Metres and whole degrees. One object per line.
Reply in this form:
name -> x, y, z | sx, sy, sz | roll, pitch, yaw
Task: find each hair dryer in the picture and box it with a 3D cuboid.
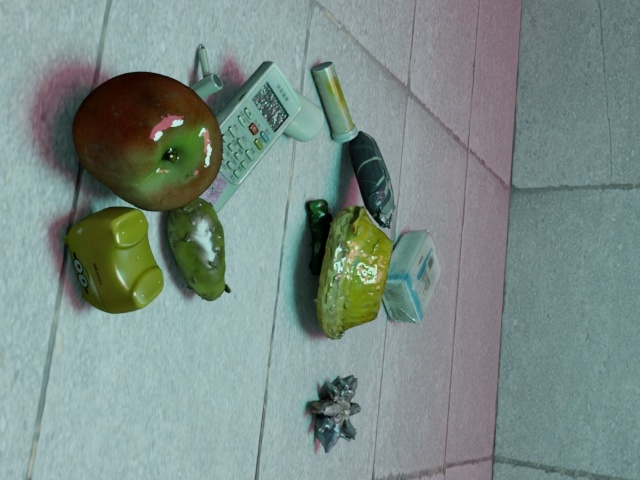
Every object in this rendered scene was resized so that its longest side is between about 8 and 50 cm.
hair dryer -> -0.249, -0.364, 1.503 | 0.038, 0.063, 0.124 | 17, 56, -57

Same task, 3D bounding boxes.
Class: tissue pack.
tissue pack -> 0.301, 0.119, 2.365 | 0.271, 0.124, 0.201 | -55, 136, -42
tissue pack -> -0.362, 0.034, 1.238 | 0.123, 0.127, 0.178 | -47, 131, -58

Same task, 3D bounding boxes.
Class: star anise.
star anise -> 0.041, 0.472, 1.957 | 0.236, 0.093, 0.229 | 40, 56, -55

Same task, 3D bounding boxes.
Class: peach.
peach -> -0.299, -0.177, 1.239 | 0.252, 0.252, 0.253 | -1, 92, -60

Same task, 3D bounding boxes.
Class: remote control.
remote control -> -0.174, -0.222, 1.529 | 0.344, 0.050, 0.145 | -55, 134, -20

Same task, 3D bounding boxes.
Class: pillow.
pillow -> 0.147, -0.188, 2.030 | 0.161, 0.092, 0.335 | 69, 6, -55

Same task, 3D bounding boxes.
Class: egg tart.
egg tart -> 0.100, 0.090, 1.913 | 0.388, 0.168, 0.388 | 10, 90, -79

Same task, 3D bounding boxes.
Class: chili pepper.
chili pepper -> 0.002, 0.000, 1.917 | 0.098, 0.061, 0.225 | -11, 98, -66

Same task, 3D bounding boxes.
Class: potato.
potato -> -0.247, 0.018, 1.451 | 0.117, 0.090, 0.226 | -21, 104, -29

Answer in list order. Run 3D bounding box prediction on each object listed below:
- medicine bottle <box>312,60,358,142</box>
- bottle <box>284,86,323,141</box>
medicine bottle -> 0.039, -0.383, 1.966 | 0.074, 0.073, 0.218 | -54, 133, -44
bottle -> -0.091, -0.324, 1.709 | 0.245, 0.104, 0.104 | 24, 69, -57
